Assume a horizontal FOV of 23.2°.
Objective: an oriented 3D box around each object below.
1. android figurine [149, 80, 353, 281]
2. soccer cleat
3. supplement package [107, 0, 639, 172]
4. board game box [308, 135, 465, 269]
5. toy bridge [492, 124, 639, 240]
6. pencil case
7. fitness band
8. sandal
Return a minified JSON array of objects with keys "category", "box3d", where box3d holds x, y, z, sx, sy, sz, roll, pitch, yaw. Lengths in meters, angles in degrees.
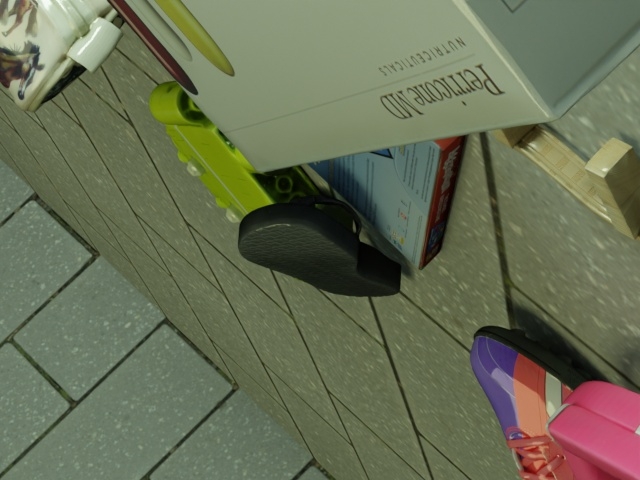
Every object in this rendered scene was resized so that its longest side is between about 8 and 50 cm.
[{"category":"android figurine","box3d":[-0.066,-0.057,1.476,0.248,0.056,0.273,51,166,-20]},{"category":"soccer cleat","box3d":[0.212,0.203,1.205,0.318,0.116,0.108,48,168,-8]},{"category":"supplement package","box3d":[0.038,-0.142,0.458,0.145,0.204,0.262,48,168,-10]},{"category":"board game box","box3d":[0.036,-0.072,1.128,0.145,0.027,0.281,43,168,12]},{"category":"toy bridge","box3d":[0.164,-0.027,0.835,0.188,0.026,0.063,35,166,44]},{"category":"pencil case","box3d":[-0.312,-0.296,1.283,0.410,0.160,0.183,48,-177,-6]},{"category":"fitness band","box3d":[0.252,0.193,1.016,0.209,0.054,0.291,52,169,-24]},{"category":"sandal","box3d":[-0.001,0.000,1.299,0.097,0.055,0.254,0,169,16]}]
